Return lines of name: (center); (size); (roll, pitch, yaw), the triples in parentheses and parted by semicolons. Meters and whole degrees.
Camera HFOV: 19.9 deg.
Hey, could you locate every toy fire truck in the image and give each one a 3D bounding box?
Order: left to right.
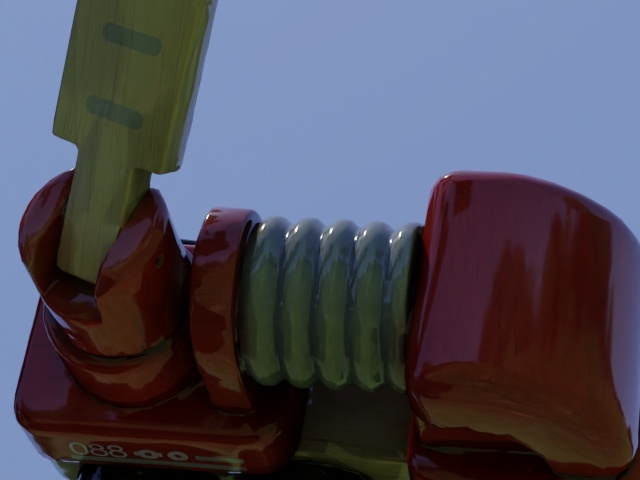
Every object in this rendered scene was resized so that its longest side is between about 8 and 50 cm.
toy fire truck: (0.000, 0.000, 0.596); (0.217, 0.158, 0.246); (3, -30, 12)
